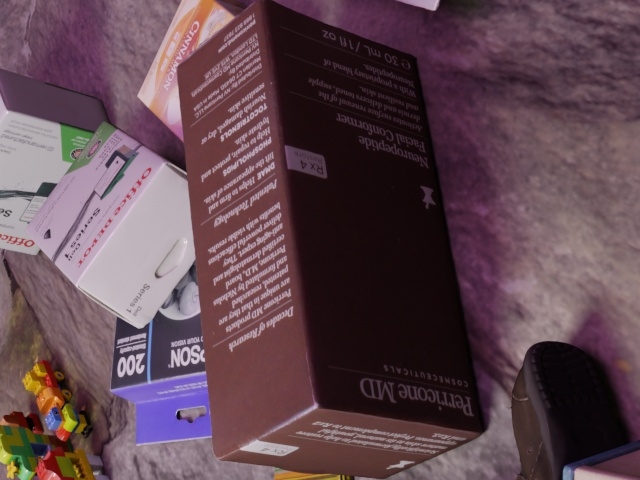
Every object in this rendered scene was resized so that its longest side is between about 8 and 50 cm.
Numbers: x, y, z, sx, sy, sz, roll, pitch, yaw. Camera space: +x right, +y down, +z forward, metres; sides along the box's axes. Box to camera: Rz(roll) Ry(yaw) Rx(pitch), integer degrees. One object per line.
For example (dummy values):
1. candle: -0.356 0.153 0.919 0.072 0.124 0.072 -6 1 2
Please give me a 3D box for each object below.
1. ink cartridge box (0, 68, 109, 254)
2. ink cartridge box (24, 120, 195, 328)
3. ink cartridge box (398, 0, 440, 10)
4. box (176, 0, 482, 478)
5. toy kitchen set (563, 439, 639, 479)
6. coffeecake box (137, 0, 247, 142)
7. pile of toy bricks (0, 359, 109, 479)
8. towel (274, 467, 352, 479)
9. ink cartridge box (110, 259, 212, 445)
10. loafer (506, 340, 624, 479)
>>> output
1. ink cartridge box: -0.372 -0.091 1.711 0.208 0.153 0.087 -52 45 28
2. ink cartridge box: -0.208 -0.022 1.486 0.160 0.092 0.219 -55 29 -3
3. ink cartridge box: 0.083 -0.345 1.324 0.275 0.060 0.239 28 101 49
4. box: 0.000 0.000 1.213 0.143 0.191 0.381 -30 57 41
5. toy kitchen set: 0.210 0.220 0.873 0.122 0.166 0.207 5 102 50
6. coffeecake box: -0.101 -0.168 1.480 0.185 0.068 0.142 43 111 46
7. pile of toy bricks: -0.332 0.234 1.601 0.118 0.105 0.212 -56 43 23
8. towel: -0.013 0.144 1.318 0.102 0.021 0.237 -21 63 44
9. ink cartridge box: -0.144 0.104 1.468 0.206 0.045 0.208 -15 69 46
10. loafer: 0.189 0.183 1.037 0.078 0.080 0.220 115 156 -49
